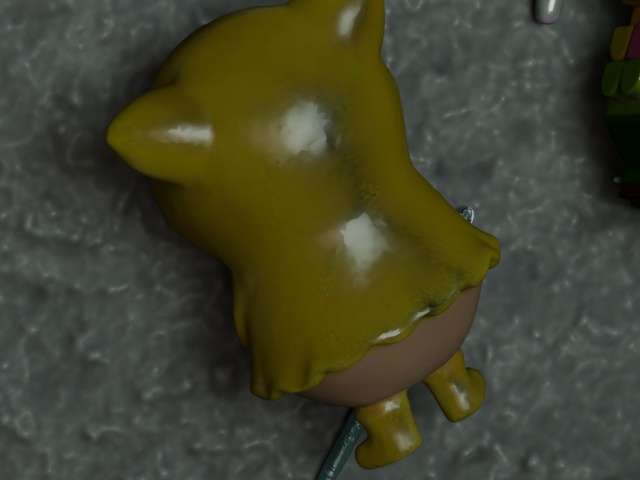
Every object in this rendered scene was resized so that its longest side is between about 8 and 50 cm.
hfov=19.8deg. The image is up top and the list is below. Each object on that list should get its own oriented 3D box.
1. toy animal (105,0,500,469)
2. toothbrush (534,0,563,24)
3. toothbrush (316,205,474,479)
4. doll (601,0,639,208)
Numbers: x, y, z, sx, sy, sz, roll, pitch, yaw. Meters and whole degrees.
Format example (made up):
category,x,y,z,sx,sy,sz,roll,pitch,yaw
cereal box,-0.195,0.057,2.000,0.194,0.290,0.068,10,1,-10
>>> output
category,x,y,z,sx,sy,sz,roll,pitch,yaw
toy animal,0.004,-0.003,0.887,0.156,0.156,0.230,-32,104,-9
toothbrush,0.144,-0.240,0.963,0.024,0.018,0.257,11,92,-11
toothbrush,0.040,0.055,0.963,0.011,0.014,0.167,28,88,3
doll,0.209,-0.092,0.946,0.134,0.106,0.186,-14,97,-18
